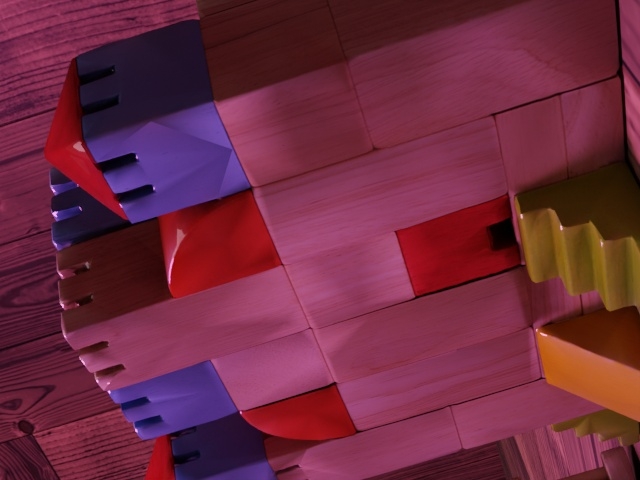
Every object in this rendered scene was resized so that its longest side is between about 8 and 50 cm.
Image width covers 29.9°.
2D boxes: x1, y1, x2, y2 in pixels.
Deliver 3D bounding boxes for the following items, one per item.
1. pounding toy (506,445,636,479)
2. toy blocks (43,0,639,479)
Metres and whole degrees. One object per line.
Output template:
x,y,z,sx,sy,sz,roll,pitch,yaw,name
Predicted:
0.141,0.262,0.659,0.154,0.155,0.269,60,-167,-60,pounding toy
0.000,0.000,0.550,0.381,0.261,0.190,70,-175,-50,toy blocks
